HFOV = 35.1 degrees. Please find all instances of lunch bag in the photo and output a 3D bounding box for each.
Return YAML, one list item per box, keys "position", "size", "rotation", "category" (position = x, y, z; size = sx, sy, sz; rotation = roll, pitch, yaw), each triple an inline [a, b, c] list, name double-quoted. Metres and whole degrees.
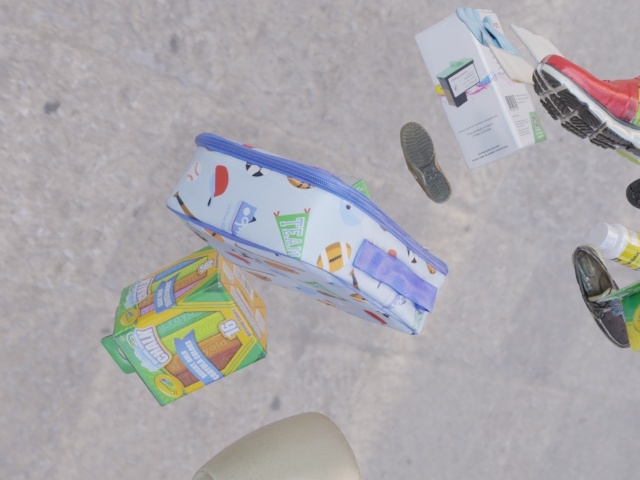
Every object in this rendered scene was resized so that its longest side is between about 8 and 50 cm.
- position: [0.000, 0.000, 1.082]
  size: [0.303, 0.243, 0.115]
  rotation: [33, 79, -54]
  category: "lunch bag"

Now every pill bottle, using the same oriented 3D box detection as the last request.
- position: [0.527, 0.008, 1.767]
  size: [0.116, 0.065, 0.065]
  rotation: [21, 97, -25]
  category: "pill bottle"

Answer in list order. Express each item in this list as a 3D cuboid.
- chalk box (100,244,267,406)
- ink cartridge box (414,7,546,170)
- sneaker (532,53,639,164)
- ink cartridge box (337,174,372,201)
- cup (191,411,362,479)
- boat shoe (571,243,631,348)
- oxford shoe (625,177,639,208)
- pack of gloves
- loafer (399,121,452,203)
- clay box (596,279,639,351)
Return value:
- position: [-0.263, 0.164, 1.858]
  size: [0.288, 0.179, 0.180]
  rotation: [-28, 115, 9]
  category: "chalk box"
- position: [0.310, -0.291, 1.940]
  size: [0.201, 0.117, 0.278]
  rotation: [-21, 88, -62]
  category: "ink cartridge box"
- position: [0.394, -0.169, 1.271]
  size: [0.279, 0.107, 0.118]
  rotation: [27, 86, -10]
  category: "sneaker"
- position: [0.042, 0.002, 1.958]
  size: [0.153, 0.087, 0.208]
  rotation: [-34, 115, -24]
  category: "ink cartridge box"
- position: [-0.102, 0.488, 1.849]
  size: [0.236, 0.331, 0.331]
  rotation: [1, 112, -31]
  category: "cup"
- position: [0.374, 0.076, 1.349]
  size: [0.056, 0.152, 0.049]
  rotation: [-33, 166, 23]
  category: "boat shoe"
- position: [0.737, -0.110, 2.060]
  size: [0.096, 0.227, 0.083]
  rotation: [-24, 101, -49]
  category: "oxford shoe"
- position: [0.284, -0.237, 1.406]
  size: [0.195, 0.232, 0.046]
  rotation: [14, 123, -28]
  category: "pack of gloves"
- position: [0.171, -0.128, 1.707]
  size: [0.056, 0.050, 0.148]
  rotation: [-22, 88, -11]
  category: "loafer"
- position: [0.344, 0.047, 0.800]
  size: [0.222, 0.127, 0.053]
  rotation: [-2, 71, -24]
  category: "clay box"
